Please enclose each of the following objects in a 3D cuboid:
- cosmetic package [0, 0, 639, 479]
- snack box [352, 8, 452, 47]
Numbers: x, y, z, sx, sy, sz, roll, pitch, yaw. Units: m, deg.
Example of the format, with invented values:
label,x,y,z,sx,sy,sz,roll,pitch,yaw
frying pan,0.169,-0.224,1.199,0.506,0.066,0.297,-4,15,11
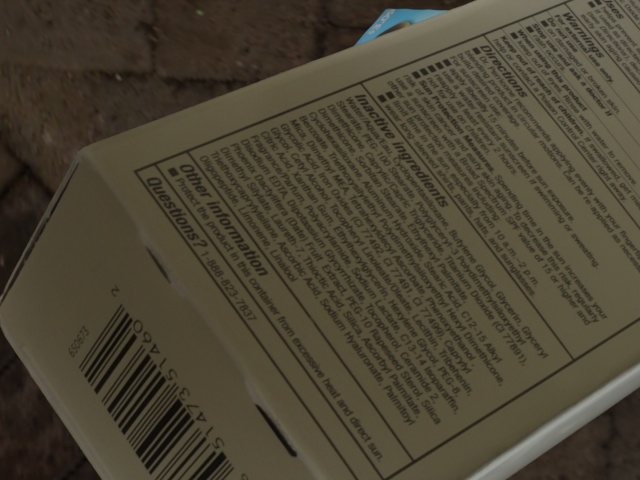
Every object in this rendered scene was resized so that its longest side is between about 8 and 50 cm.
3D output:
label,x,y,z,sx,sy,sz,roll,pitch,yaw
cosmetic package,0.054,0.006,0.609,0.309,0.113,0.160,-24,72,-40
snack box,0.000,0.000,0.912,0.322,0.187,0.060,-50,116,-12
